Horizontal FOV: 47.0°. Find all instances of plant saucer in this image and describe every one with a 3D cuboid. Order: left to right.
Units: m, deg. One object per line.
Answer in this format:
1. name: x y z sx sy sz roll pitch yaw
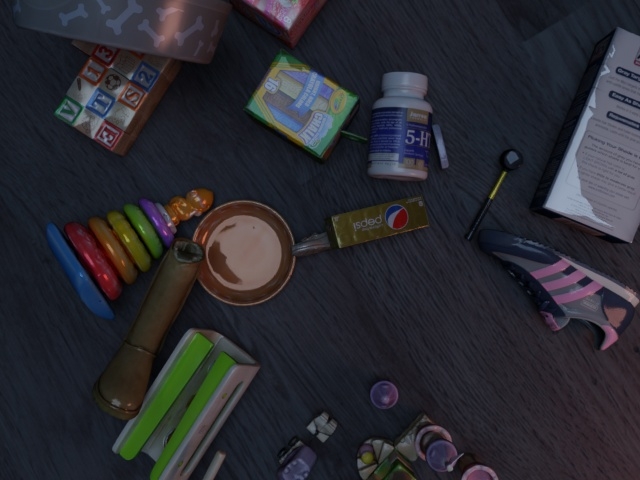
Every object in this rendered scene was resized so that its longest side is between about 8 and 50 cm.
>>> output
1. plant saucer: -0.145 0.023 1.391 0.200 0.037 0.200 0 89 1

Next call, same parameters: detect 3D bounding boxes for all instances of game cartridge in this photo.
1. game cartridge: 0.223 -0.174 1.372 0.017 0.056 0.083 -14 90 9

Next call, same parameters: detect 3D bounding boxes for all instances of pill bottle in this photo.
1. pill bottle: 0.147 -0.207 1.346 0.112 0.112 0.187 4 90 2

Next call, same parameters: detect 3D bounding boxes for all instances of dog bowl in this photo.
1. dog bowl: -0.319 -0.358 1.167 0.348 0.349 0.102 12 102 2

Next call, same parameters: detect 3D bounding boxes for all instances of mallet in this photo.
1. mallet: 0.320 -0.085 1.365 0.039 0.062 0.190 28 91 3

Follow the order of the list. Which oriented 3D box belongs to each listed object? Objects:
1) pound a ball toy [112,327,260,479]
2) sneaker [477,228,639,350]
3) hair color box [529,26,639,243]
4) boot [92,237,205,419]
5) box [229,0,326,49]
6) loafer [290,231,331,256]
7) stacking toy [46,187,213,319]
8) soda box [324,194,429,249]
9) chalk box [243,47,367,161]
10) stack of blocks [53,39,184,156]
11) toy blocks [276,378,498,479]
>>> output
1. pound a ball toy: -0.219 0.348 1.331 0.208 0.136 0.319 33 93 23
2. sneaker: 0.417 0.089 1.338 0.319 0.112 0.131 26 88 3
3. hair color box: 0.535 -0.185 1.339 0.174 0.105 0.347 23 91 1
4. boot: -0.295 0.145 1.283 0.089 0.236 0.269 26 103 -16
5. box: -0.028 -0.523 1.336 0.154 0.142 0.300 34 91 2
6. loafer: 0.000 0.000 1.377 0.125 0.045 0.039 -11 73 -20
7. stacking toy: -0.329 -0.014 1.350 0.302 0.175 0.166 -34 60 -14
8. soda box: 0.102 -0.033 1.350 0.181 0.058 0.061 -14 90 -14
9. chalk box: -0.012 -0.225 1.340 0.213 0.132 0.132 33 90 3
10. stack of blocks: -0.369 -0.330 1.372 0.171 0.087 0.297 32 91 1
11. toy blocks: 0.113 0.421 1.272 0.309 0.260 0.288 43 91 1
